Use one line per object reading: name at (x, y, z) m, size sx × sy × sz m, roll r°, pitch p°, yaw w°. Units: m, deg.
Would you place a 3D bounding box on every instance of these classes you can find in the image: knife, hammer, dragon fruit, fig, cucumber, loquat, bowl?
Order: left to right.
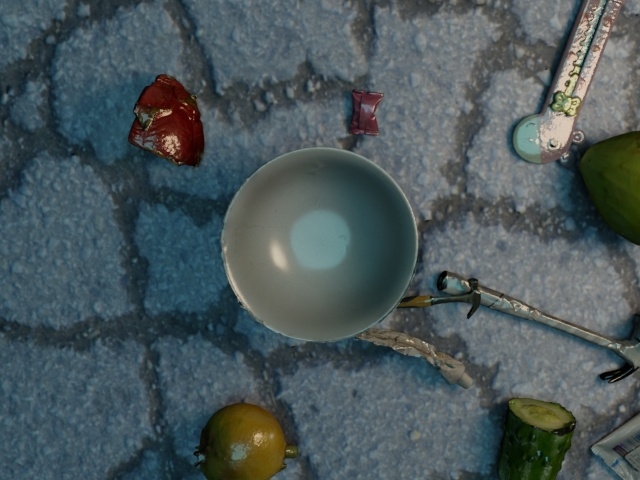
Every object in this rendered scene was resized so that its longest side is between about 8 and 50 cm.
dragon fruit at (-0.268, -0.221, 1.257) m, size 0.127 × 0.120 × 0.161 m, roll 15°, pitch 94°, yaw -6°
loquat at (-0.142, 0.402, 1.325) m, size 0.205 × 0.149 × 0.172 m, roll 13°, pitch 97°, yaw -14°
bowl at (0.000, 0.000, 1.257) m, size 0.346 × 0.157 × 0.345 m, roll 0°, pitch 99°, yaw 2°
hammer at (0.205, 0.119, 1.315) m, size 0.201 × 0.021 × 0.078 m, roll -7°, pitch 111°, yaw 16°
cucumber at (0.401, 0.431, 1.328) m, size 0.134 × 0.134 × 0.244 m, roll 10°, pitch 108°, yaw 1°
hammer at (0.429, 0.140, 1.322) m, size 0.427 × 0.044 × 0.152 m, roll 23°, pitch 99°, yaw 0°
knife at (0.472, -0.327, 1.255) m, size 0.132 × 0.038 × 0.398 m, roll 19°, pitch 98°, yaw -3°
fig at (0.579, -0.099, 1.201) m, size 0.230 × 0.207 × 0.207 m, roll 39°, pitch 97°, yaw -4°

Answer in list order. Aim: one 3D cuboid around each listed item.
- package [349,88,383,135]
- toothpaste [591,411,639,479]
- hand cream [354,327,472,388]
package at (0.085, -0.238, 1.286) m, size 0.059 × 0.029 × 0.083 m, roll 7°, pitch 107°, yaw 4°
toothpaste at (0.674, 0.346, 1.333) m, size 0.114 × 0.073 × 0.299 m, roll 42°, pitch 105°, yaw -4°
hand cream at (0.182, 0.219, 1.324) m, size 0.257 × 0.084 × 0.050 m, roll 27°, pitch 106°, yaw -6°
